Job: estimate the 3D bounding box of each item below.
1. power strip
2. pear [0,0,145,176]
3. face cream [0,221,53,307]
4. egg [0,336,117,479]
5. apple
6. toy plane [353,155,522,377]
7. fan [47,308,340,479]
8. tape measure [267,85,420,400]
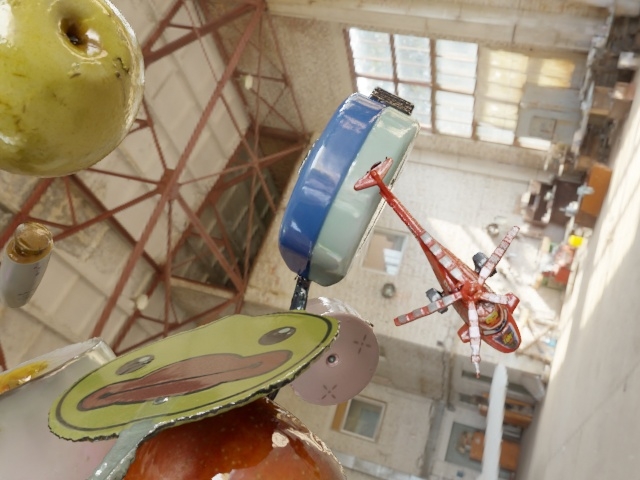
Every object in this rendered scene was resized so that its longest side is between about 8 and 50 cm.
[{"bbox_3d":[0.010,0.164,0.961,0.078,0.154,0.154,-143,61,-69],"label":"power strip"},{"bbox_3d":[-0.449,-0.269,1.017,0.348,0.349,0.348,12,-90,-73],"label":"pear"},{"bbox_3d":[-0.428,0.039,0.921,0.072,0.051,0.182,-41,-5,-45],"label":"face cream"},{"bbox_3d":[-0.452,0.375,1.040,0.339,0.355,0.354,69,-157,-5],"label":"egg"},{"bbox_3d":[-0.087,0.228,0.546,0.173,0.210,0.235,-47,-1,-29],"label":"apple"},{"bbox_3d":[0.100,0.022,0.564,0.126,0.194,0.077,-57,-21,-4],"label":"toy plane"},{"bbox_3d":[-0.100,0.103,0.452,0.335,0.230,0.011,-63,-42,-77],"label":"fan"},{"bbox_3d":[0.000,0.000,0.701,0.215,0.098,0.351,99,-163,-72],"label":"tape measure"}]
